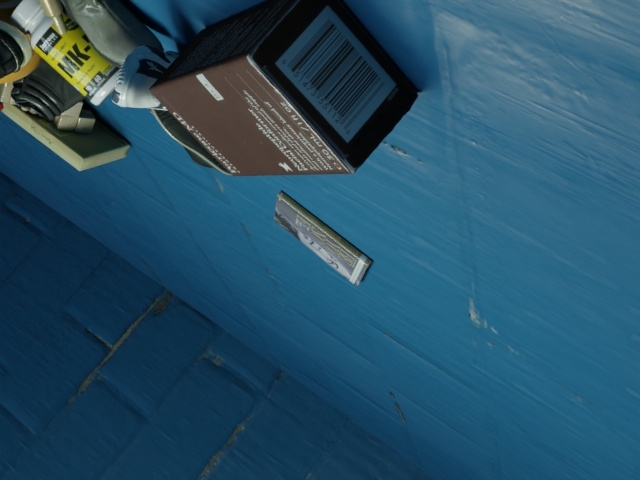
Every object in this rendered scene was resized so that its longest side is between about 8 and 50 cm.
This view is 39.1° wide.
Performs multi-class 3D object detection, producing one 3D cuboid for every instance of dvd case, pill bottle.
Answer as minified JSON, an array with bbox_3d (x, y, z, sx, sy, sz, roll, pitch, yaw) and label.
[{"bbox_3d":[0.000,0.000,1.772,0.221,0.018,0.164,37,164,6],"label":"dvd case"},{"bbox_3d":[-0.437,-0.352,1.603,0.208,0.119,0.119,43,164,-13],"label":"pill bottle"}]

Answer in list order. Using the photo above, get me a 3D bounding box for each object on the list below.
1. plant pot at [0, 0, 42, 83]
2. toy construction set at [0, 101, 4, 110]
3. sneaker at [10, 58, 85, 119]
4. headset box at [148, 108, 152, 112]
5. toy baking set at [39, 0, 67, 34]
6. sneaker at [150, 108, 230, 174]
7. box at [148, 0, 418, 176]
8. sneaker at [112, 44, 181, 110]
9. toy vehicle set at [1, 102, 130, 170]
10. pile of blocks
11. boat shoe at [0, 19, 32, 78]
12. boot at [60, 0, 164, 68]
[{"bbox_3d":[-0.610,-0.429,1.681,0.205,0.205,0.188,40,149,-2],"label":"plant pot"},{"bbox_3d":[-0.891,-0.299,1.973,0.309,0.237,0.257,29,149,20],"label":"toy construction set"},{"bbox_3d":[-0.636,-0.379,1.925,0.296,0.147,0.104,42,166,-4],"label":"sneaker"},{"bbox_3d":[-0.289,-0.242,1.732,0.062,0.032,0.083,46,161,-23],"label":"headset box"},{"bbox_3d":[-0.466,-0.448,1.421,0.197,0.030,0.256,53,163,33],"label":"toy baking set"},{"bbox_3d":[-0.245,-0.199,1.655,0.222,0.083,0.118,45,164,-23],"label":"sneaker"},{"bbox_3d":[-0.067,-0.194,1.179,0.191,0.143,0.381,45,165,-21],"label":"box"},{"bbox_3d":[-0.208,-0.226,1.381,0.153,0.094,0.235,24,-168,7],"label":"sneaker"},{"bbox_3d":[-0.609,-0.269,2.161,0.267,0.166,0.035,36,120,16],"label":"toy vehicle set"},{"bbox_3d":[-0.686,-0.384,2.125,0.362,0.149,0.112,25,120,-5],"label":"pile of blocks"},{"bbox_3d":[-0.683,-0.349,1.576,0.340,0.113,0.127,21,145,5],"label":"boat shoe"},{"bbox_3d":[-0.357,-0.380,1.412,0.246,0.083,0.161,40,164,15],"label":"boot"}]
